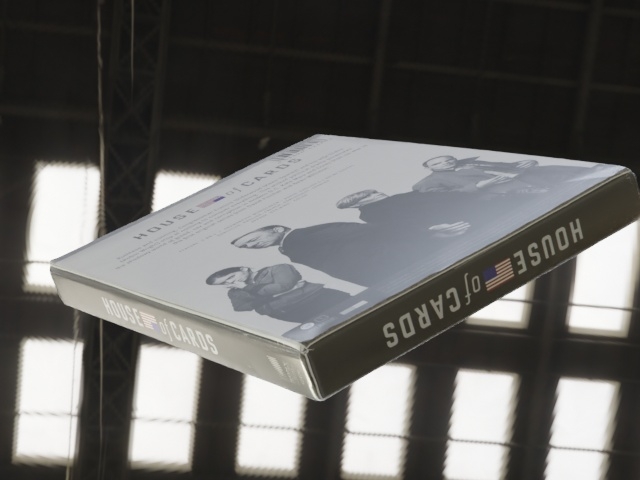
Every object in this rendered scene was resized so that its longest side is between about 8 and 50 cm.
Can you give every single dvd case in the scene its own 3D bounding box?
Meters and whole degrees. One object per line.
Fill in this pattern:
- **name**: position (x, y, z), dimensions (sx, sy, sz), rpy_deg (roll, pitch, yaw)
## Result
- **dvd case**: position (0.000, 0.000, 0.629), dimensions (0.179, 0.239, 0.029), rpy_deg (-27, -70, -28)
